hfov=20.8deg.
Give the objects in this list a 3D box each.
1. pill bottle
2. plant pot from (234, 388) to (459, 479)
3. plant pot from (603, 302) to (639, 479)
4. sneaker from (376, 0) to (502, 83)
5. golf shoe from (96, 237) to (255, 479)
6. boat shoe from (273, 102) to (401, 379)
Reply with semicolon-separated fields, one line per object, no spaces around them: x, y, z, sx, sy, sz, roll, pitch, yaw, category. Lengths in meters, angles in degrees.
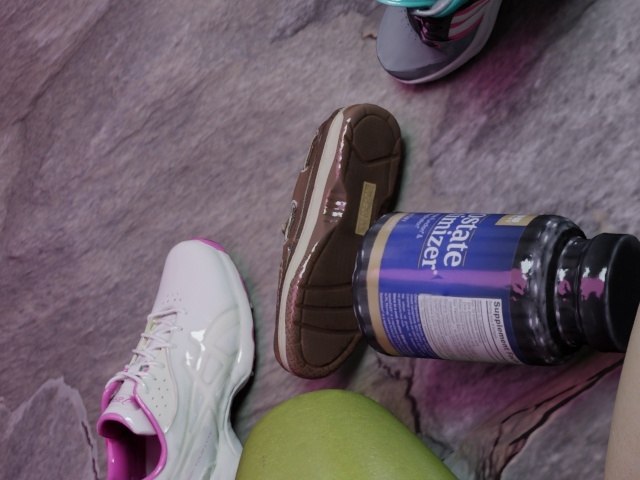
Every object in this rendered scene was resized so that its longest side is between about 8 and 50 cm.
0.147;0.039;1.408;0.219;0.123;0.122;1;77;31;pill bottle
0.029;0.262;1.386;0.275;0.275;0.293;-49;34;21;plant pot
0.311;0.094;1.180;0.256;0.256;0.274;54;130;40;plant pot
0.090;-0.220;1.481;0.123;0.178;0.295;59;139;17;sneaker
-0.141;0.134;1.660;0.115;0.140;0.306;-20;62;41;golf shoe
0.007;0.003;1.605;0.095;0.095;0.257;0;69;59;boat shoe
